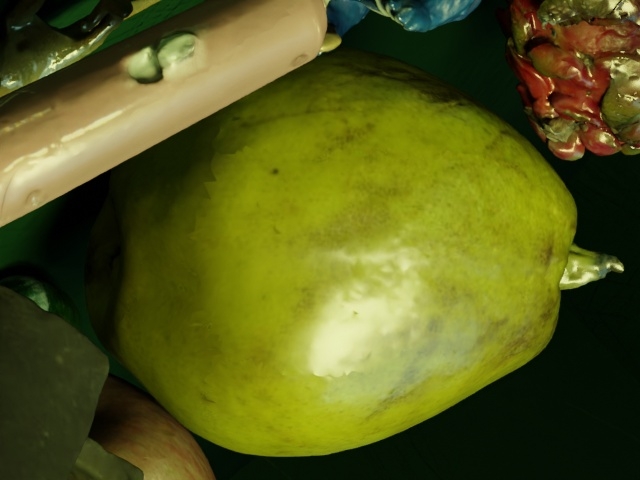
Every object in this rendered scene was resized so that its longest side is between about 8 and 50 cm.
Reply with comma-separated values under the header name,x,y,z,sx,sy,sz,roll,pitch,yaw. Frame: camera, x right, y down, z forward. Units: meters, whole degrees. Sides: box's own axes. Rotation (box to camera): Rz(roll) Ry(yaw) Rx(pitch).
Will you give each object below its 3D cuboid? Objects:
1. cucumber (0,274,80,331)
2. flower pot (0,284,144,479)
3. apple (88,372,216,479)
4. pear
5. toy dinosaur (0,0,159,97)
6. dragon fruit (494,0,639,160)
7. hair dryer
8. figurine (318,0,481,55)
name,x,y,z,sx,sy,sz,roll,pitch,yaw
cucumber,-0.210,0.056,1.438,0.056,0.056,0.250,-43,173,-3
flower pot,-0.252,0.166,1.092,0.251,0.379,0.379,-63,-178,-32
apple,-0.214,0.219,1.388,0.269,0.345,0.345,-59,165,21
pear,0.021,0.008,1.353,0.287,0.375,0.287,2,90,-90
toy dinosaur,-0.153,-0.098,1.050,0.126,0.039,0.162,-39,170,21
dragon fruit,0.283,-0.211,1.780,0.291,0.250,0.269,-55,-175,28
hair dryer,-0.129,-0.063,0.936,0.352,0.125,0.210,-31,165,-26
figurine,0.052,-0.195,1.284,0.164,0.120,0.262,-3,-167,43
